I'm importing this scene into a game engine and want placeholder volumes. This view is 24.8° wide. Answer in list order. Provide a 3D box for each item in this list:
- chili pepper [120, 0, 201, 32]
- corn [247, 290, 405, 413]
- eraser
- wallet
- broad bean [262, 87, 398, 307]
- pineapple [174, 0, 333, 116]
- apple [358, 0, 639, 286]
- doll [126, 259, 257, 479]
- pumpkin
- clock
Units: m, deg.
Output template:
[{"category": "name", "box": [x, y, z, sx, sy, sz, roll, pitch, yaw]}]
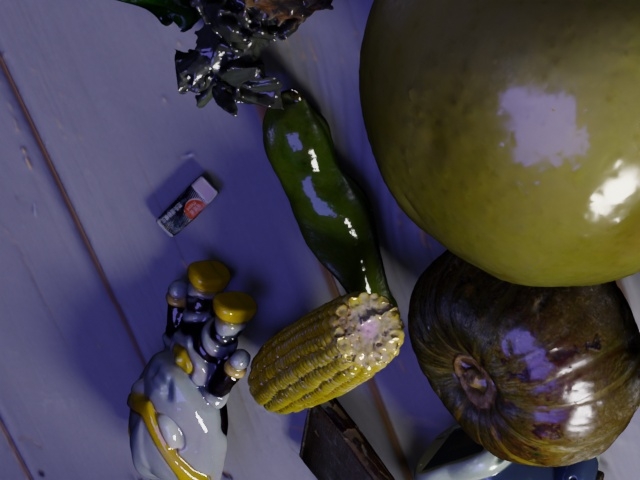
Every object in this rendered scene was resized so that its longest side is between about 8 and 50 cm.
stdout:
[{"category": "chili pepper", "box": [-0.195, -0.252, 1.260, 0.216, 0.062, 0.108, 39, 139, 0]}, {"category": "corn", "box": [-0.002, 0.109, 1.343, 0.081, 0.081, 0.248, 45, 153, -5]}, {"category": "eraser", "box": [-0.130, -0.032, 1.405, 0.027, 0.019, 0.099, 46, 132, -5]}, {"category": "wallet", "box": [0.056, 0.258, 1.424, 0.232, 0.031, 0.122, 50, 152, 30]}, {"category": "broad bean", "box": [0.010, 0.001, 1.322, 0.098, 0.056, 0.318, 6, 127, 27]}, {"category": "pineapple", "box": [-0.049, -0.191, 1.182, 0.111, 0.119, 0.237, 10, 144, -28]}, {"category": "apple", "box": [0.163, -0.098, 1.035, 0.295, 0.233, 0.258, 27, 121, 14]}, {"category": "doll", "box": [-0.134, 0.162, 1.495, 0.145, 0.103, 0.316, 31, 127, 13]}, {"category": "pumpkin", "box": [0.182, 0.082, 1.212, 0.219, 0.162, 0.219, 40, 144, 37]}, {"category": "clock", "box": [0.194, 0.281, 1.358, 0.199, 0.146, 0.243, -25, 99, 36]}]
